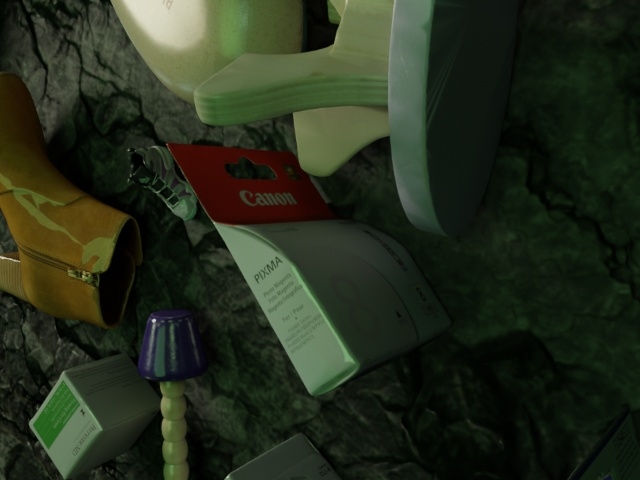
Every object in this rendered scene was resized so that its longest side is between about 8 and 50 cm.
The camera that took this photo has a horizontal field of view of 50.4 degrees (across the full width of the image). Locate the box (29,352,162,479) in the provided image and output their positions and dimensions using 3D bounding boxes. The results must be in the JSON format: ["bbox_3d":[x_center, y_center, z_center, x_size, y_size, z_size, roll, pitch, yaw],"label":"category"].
[{"bbox_3d":[-0.265,0.206,0.805,0.087,0.102,0.101,47,114,17],"label":"box"}]

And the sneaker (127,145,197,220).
[{"bbox_3d":[-0.182,-0.062,0.749,0.038,0.069,0.098,-43,73,27],"label":"sneaker"}]

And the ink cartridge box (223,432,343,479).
[{"bbox_3d":[-0.057,0.307,0.671,0.127,0.128,0.176,45,115,20],"label":"ink cartridge box"}]

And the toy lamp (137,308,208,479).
[{"bbox_3d":[-0.162,0.215,0.760,0.080,0.080,0.275,5,99,31],"label":"toy lamp"}]

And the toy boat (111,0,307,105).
[{"bbox_3d":[-0.061,-0.274,0.629,0.267,0.148,0.318,54,125,22],"label":"toy boat"}]

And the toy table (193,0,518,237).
[{"bbox_3d":[0.043,-0.140,0.516,0.160,0.252,0.274,18,124,27],"label":"toy table"}]

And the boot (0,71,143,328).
[{"bbox_3d":[-0.309,-0.049,0.820,0.211,0.104,0.295,9,104,25],"label":"boot"}]

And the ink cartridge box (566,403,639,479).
[{"bbox_3d":[0.194,0.251,0.458,0.045,0.223,0.224,-17,85,37],"label":"ink cartridge box"}]

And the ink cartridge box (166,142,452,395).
[{"bbox_3d":[0.000,0.000,0.573,0.066,0.189,0.232,-35,76,28],"label":"ink cartridge box"}]
